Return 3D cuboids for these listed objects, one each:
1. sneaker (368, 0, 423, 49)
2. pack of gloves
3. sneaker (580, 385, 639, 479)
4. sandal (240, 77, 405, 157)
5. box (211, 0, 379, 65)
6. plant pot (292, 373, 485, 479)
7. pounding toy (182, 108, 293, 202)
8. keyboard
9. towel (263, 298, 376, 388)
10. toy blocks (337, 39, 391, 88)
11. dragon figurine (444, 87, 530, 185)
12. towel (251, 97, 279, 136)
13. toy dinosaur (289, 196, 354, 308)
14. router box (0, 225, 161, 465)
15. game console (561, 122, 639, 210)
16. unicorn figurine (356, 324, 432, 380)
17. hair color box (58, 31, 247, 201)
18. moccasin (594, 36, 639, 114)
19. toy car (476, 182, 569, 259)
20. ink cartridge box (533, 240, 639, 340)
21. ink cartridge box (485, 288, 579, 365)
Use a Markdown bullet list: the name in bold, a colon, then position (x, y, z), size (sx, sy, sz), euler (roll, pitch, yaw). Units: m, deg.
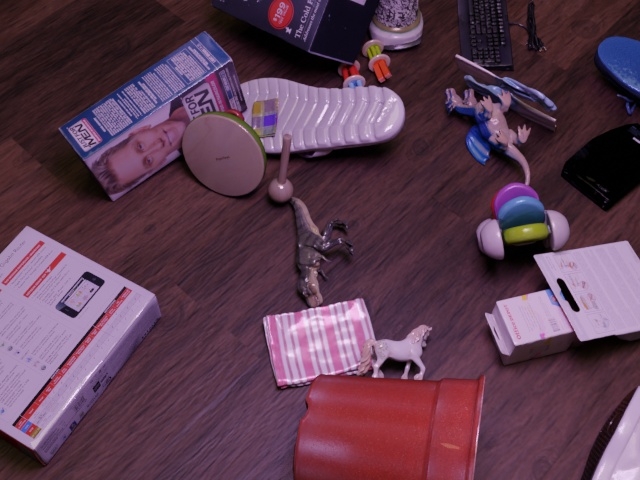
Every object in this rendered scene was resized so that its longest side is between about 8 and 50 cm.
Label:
- **sneaker**: position (0.171, -0.651, 1.925), size (0.158, 0.182, 0.410), euler (-7, 57, -6)
- **pack of gloves**: position (0.405, -0.326, 1.717), size (0.232, 0.195, 0.046), euler (31, 89, 17)
- **sneaker**: position (0.502, 0.384, 1.321), size (0.123, 0.106, 0.290), euler (27, 71, 11)
- **sandal**: position (-0.021, -0.243, 1.707), size (0.416, 0.102, 0.169), euler (8, 75, 23)
- **box**: position (-0.026, -0.604, 1.755), size (0.313, 0.343, 0.179), euler (32, 19, 31)
- **plant pot**: position (0.109, 0.326, 1.262), size (0.265, 0.272, 0.272), euler (7, 57, 12)
- **pounding toy**: position (-0.151, -0.187, 1.636), size (0.237, 0.182, 0.110), euler (17, 39, 14)
- **keyboard**: position (0.433, -0.529, 1.944), size (0.202, 0.033, 0.317), euler (3, 58, 0)
- **towel**: position (0.003, 0.184, 1.473), size (0.197, 0.029, 0.144), euler (-10, 59, -8)
- **toy blocks**: position (0.104, -0.379, 1.824), size (0.123, 0.054, 0.148), euler (-11, 58, -8)
- **dragon figurine**: position (0.365, -0.219, 1.708), size (0.085, 0.144, 0.289), euler (-24, 80, -18)
- **towel**: position (-0.117, -0.255, 1.685), size (0.060, 0.009, 0.083), euler (-2, 73, 21)
- **toy dinosaur**: position (0.000, 0.000, 1.576), size (0.118, 0.064, 0.268), euler (-10, 54, 0)
- **router box**: position (-0.504, 0.173, 1.436), size (0.301, 0.082, 0.335), euler (27, 60, 15)
- **game console**: position (0.693, -0.093, 1.663), size (0.213, 0.044, 0.361), euler (-36, 64, -20)
- **unicorn figurine**: position (0.145, 0.202, 1.437), size (0.162, 0.060, 0.111), euler (7, 80, -30)
- **hair color box**: position (-0.325, -0.246, 1.626), size (0.347, 0.174, 0.105), euler (-37, 66, -10)
- **moccasin**: position (0.740, -0.310, 1.765), size (0.342, 0.117, 0.138), euler (42, 77, 17)
- **toy car**: position (0.375, -0.042, 1.530), size (0.159, 0.182, 0.136), euler (-9, 92, 7)
- **ink cartridge box**: position (0.516, 0.099, 1.495), size (0.232, 0.066, 0.189), euler (-10, 58, -20)
- **ink cartridge box**: position (0.373, 0.157, 1.463), size (0.143, 0.090, 0.092), euler (-12, 58, -9)
